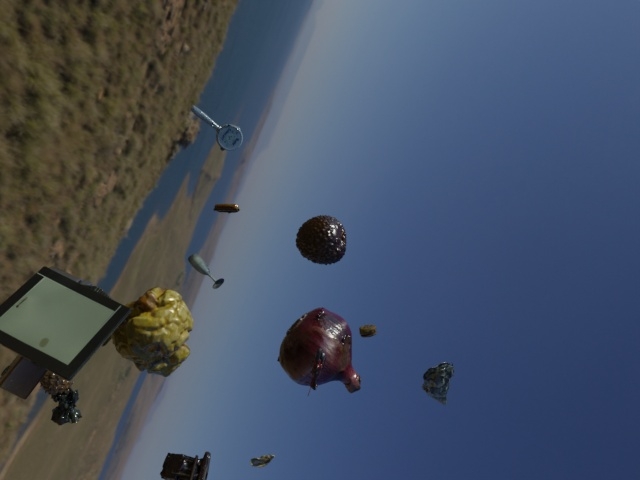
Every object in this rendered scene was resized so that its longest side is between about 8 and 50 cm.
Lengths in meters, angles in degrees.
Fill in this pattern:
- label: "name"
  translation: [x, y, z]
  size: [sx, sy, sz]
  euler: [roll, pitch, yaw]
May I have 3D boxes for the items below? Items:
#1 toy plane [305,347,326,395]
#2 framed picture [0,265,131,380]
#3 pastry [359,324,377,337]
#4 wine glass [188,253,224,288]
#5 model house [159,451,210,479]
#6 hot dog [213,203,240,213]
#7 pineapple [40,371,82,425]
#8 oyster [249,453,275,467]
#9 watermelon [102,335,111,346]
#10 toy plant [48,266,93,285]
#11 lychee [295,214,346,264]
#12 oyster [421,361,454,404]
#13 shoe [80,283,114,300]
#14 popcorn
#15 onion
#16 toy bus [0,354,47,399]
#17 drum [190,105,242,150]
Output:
- label: "toy plane"
  translation: [-0.014, 0.377, 1.375]
  size: [0.060, 0.037, 0.145]
  euler: [5, 101, -86]
- label: "framed picture"
  translation: [-0.785, 0.234, 1.413]
  size: [0.016, 0.347, 0.265]
  euler: [98, 18, -50]
- label: "pastry"
  translation: [0.259, 0.494, 2.599]
  size: [0.109, 0.097, 0.057]
  euler: [-25, 106, -69]
- label: "wine glass"
  translation: [-0.520, 0.134, 2.155]
  size: [0.066, 0.198, 0.066]
  euler: [-38, 154, -23]
- label: "model house"
  translation: [-0.464, 0.812, 1.589]
  size: [0.141, 0.164, 0.203]
  euler: [105, -6, -55]
- label: "hot dog"
  translation: [-0.421, -0.141, 2.134]
  size: [0.049, 0.122, 0.037]
  euler: [76, 16, -52]
- label: "pineapple"
  translation: [-0.987, 0.596, 1.824]
  size: [0.119, 0.237, 0.111]
  euler: [-6, -167, 39]
- label: "oyster"
  translation: [-0.229, 0.836, 1.835]
  size: [0.081, 0.083, 0.038]
  euler: [-39, -144, 2]
- label: "watermelon"
  translation: [-0.816, 0.344, 1.841]
  size: [0.163, 0.069, 0.087]
  euler: [-43, -172, 4]
- label: "toy plant"
  translation: [-1.083, 0.286, 2.170]
  size: [0.279, 0.400, 0.185]
  euler: [-48, -168, 44]
- label: "lychee"
  translation: [0.000, 0.000, 2.383]
  size: [0.267, 0.268, 0.267]
  euler: [-158, -90, -79]
- label: "oyster"
  translation: [0.465, 0.566, 1.904]
  size: [0.087, 0.199, 0.252]
  euler: [50, -51, 42]
- label: "shoe"
  translation: [-0.805, 0.223, 1.626]
  size: [0.149, 0.293, 0.109]
  euler: [90, 18, -58]
- label: "popcorn"
  translation: [-0.554, 0.313, 1.581]
  size: [0.225, 0.265, 0.332]
  euler: [-89, 172, -59]
- label: "onion"
  translation: [0.021, 0.483, 1.982]
  size: [0.348, 0.385, 0.348]
  euler: [-46, 178, -2]
- label: "toy bus"
  translation: [-0.881, 0.372, 1.459]
  size: [0.114, 0.098, 0.201]
  euler: [-11, -137, 52]
- label: "drum"
  translation: [-0.440, -0.508, 2.088]
  size: [0.130, 0.253, 0.049]
  euler: [-38, -158, -5]
